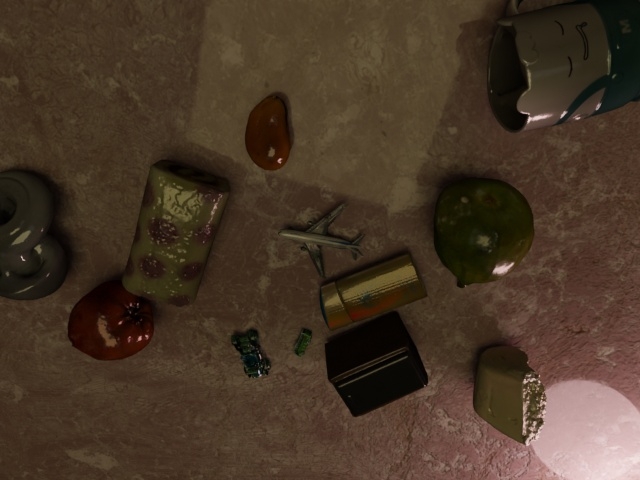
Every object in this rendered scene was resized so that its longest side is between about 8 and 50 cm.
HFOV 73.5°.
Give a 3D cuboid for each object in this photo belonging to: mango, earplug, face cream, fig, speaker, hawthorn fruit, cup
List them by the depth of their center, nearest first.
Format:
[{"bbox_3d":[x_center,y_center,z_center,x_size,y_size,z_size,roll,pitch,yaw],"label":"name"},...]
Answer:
[{"bbox_3d":[0.462,-0.369,0.827,0.257,0.219,0.290,-11,82,6],"label":"cup"},{"bbox_3d":[-0.116,-0.239,0.965,0.105,0.084,0.159,8,96,15],"label":"mango"},{"bbox_3d":[0.381,-0.014,1.019,0.233,0.233,0.314,-24,156,12],"label":"fig"},{"bbox_3d":[-0.735,-0.007,1.053,0.214,0.175,0.326,-1,106,7],"label":"earplug"},{"bbox_3d":[0.129,0.140,1.140,0.285,0.067,0.139,-22,110,12],"label":"face cream"},{"bbox_3d":[-0.577,0.228,1.142,0.243,0.207,0.207,-26,112,18],"label":"hawthorn fruit"},{"bbox_3d":[0.149,0.333,1.168,0.231,0.192,0.153,-27,111,9],"label":"speaker"}]

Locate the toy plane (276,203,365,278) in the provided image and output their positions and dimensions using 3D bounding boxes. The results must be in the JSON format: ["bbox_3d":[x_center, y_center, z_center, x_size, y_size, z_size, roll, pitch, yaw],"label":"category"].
[{"bbox_3d":[0.002,-0.001,1.084,0.226,0.058,0.226,15,118,-2],"label":"toy plane"}]

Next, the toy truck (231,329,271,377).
[{"bbox_3d":[-0.205,0.337,1.237,0.080,0.078,0.154,-14,114,7],"label":"toy truck"}]

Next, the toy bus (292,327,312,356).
[{"bbox_3d":[-0.052,0.297,1.240,0.037,0.031,0.083,24,113,-3],"label":"toy bus"}]

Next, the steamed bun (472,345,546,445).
[{"bbox_3d":[0.543,0.409,1.198,0.170,0.200,0.226,-19,118,-34],"label":"steamed bun"}]

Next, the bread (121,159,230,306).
[{"bbox_3d":[-0.348,-0.012,1.035,0.187,0.155,0.338,20,114,-12],"label":"bread"}]
